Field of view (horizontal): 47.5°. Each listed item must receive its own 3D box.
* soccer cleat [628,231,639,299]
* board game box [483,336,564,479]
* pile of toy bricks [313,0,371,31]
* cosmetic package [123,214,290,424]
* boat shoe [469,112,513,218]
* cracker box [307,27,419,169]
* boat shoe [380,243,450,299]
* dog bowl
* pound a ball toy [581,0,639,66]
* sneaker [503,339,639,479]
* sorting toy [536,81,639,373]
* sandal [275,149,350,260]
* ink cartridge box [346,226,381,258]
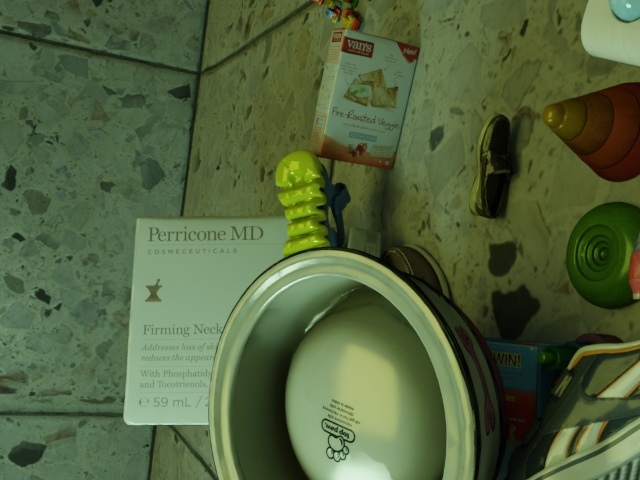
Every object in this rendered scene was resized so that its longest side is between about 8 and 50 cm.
[{"bbox_3d":[0.395,0.011,0.683,0.248,0.083,0.095,162,117,-66],"label":"soccer cleat"},{"bbox_3d":[0.159,0.275,0.957,0.308,0.086,0.302,0,86,41],"label":"board game box"},{"bbox_3d":[0.026,-0.541,1.588,0.212,0.105,0.118,-114,39,-48],"label":"pile of toy bricks"},{"bbox_3d":[-0.192,0.178,1.490,0.327,0.329,0.394,86,-177,-76],"label":"cosmetic package"},{"bbox_3d":[0.255,-0.105,1.048,0.049,0.056,0.152,33,123,58],"label":"boat shoe"},{"bbox_3d":[0.078,-0.258,1.340,0.067,0.155,0.233,-148,67,-63],"label":"cracker box"},{"bbox_3d":[0.147,0.130,1.158,0.117,0.096,0.325,120,147,-42],"label":"boat shoe"},{"bbox_3d":[0.047,0.215,0.904,0.407,0.150,0.409,-4,83,40],"label":"dog bowl"},{"bbox_3d":[0.351,-0.148,0.599,0.319,0.135,0.208,-133,54,-59],"label":"pound a ball toy"},{"bbox_3d":[0.296,0.198,0.763,0.321,0.126,0.128,-44,40,25],"label":"sneaker"},{"bbox_3d":[0.298,-0.014,0.839,0.127,0.126,0.366,-3,81,65],"label":"sorting toy"},{"bbox_3d":[0.000,0.000,1.324,0.126,0.138,0.318,-3,81,37],"label":"sandal"},{"bbox_3d":[0.048,0.158,1.311,0.165,0.065,0.333,-82,4,-55],"label":"ink cartridge box"}]
